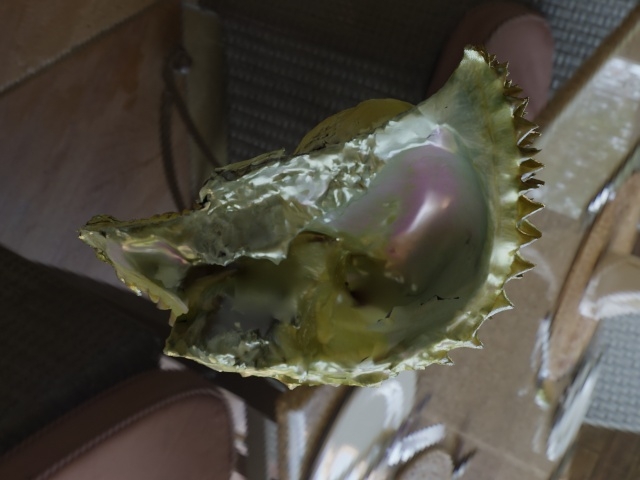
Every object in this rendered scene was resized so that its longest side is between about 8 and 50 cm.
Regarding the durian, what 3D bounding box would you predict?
[{"bbox_3d":[0.000,0.000,0.668,0.166,0.306,0.172,23,59,-59],"label":"durian"}]
